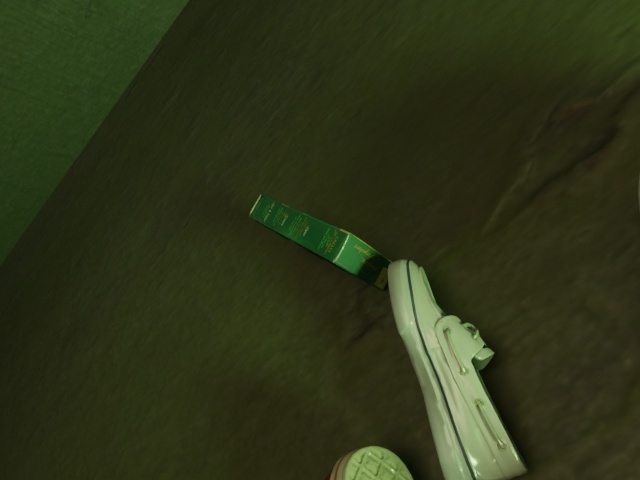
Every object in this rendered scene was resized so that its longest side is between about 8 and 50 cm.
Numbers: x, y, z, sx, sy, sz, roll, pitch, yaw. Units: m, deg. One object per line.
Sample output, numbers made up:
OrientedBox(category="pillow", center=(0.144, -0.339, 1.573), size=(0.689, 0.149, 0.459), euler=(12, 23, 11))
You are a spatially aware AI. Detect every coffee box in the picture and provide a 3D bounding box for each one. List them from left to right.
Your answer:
OrientedBox(category="coffee box", center=(0.000, 0.000, 0.581), size=(0.184, 0.113, 0.040), euler=(26, 86, 47))

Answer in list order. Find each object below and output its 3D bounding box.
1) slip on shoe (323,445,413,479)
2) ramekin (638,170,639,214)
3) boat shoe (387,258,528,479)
OrientedBox(category="slip on shoe", center=(0.065, 0.352, 0.363), size=(0.101, 0.123, 0.331), euler=(-55, 40, 40))
OrientedBox(category="ramekin", center=(0.354, -0.013, 0.256), size=(0.273, 0.127, 0.272), euler=(-20, 57, 34))
OrientedBox(category="boat shoe", center=(0.133, 0.117, 0.440), size=(0.076, 0.083, 0.226), euler=(-22, 67, 19))
